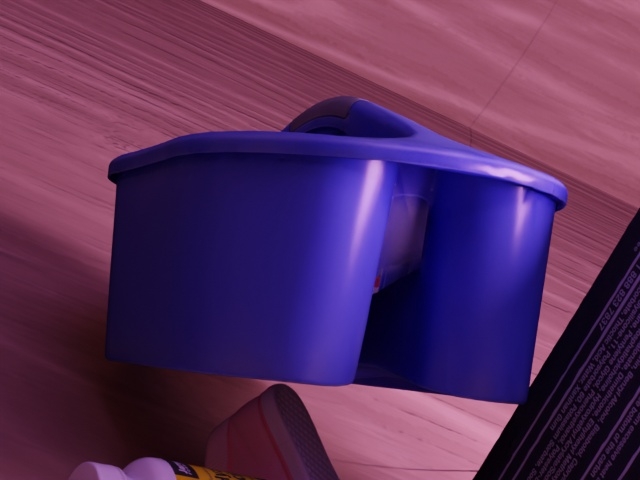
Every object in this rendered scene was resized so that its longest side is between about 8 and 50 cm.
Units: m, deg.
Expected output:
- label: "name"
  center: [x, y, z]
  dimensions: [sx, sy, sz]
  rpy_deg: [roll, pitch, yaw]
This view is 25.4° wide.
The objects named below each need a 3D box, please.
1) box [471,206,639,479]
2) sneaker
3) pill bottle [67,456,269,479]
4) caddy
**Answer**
- label: "box"
  center: [0.239, 0.170, 0.755]
  dimensions: [0.182, 0.296, 0.294]
  rpy_deg: [21, 18, -24]
- label: "sneaker"
  center: [-0.024, 0.158, 0.828]
  dimensions: [0.051, 0.070, 0.134]
  rpy_deg: [14, 48, -63]
- label: "pill bottle"
  center: [-0.073, 0.147, 0.732]
  dimensions: [0.116, 0.065, 0.065]
  rpy_deg: [17, 19, -32]
- label: "caddy"
  center: [0.000, 0.000, 0.881]
  dimensions: [0.241, 0.179, 0.341]
  rpy_deg: [7, -5, -25]
